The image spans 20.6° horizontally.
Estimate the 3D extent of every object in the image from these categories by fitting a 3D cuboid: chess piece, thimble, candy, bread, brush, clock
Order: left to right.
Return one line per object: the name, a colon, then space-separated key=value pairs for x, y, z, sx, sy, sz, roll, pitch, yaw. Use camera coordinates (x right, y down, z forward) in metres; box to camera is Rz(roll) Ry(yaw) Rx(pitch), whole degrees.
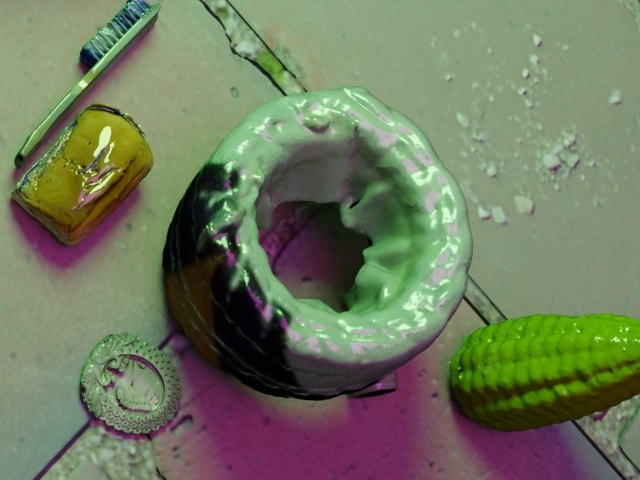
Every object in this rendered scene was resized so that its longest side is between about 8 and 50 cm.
brush: x=-0.186 y=-0.128 z=1.371 sx=0.030 sy=0.033 sz=0.178 roll=42 pitch=65 yaw=-7
bread: x=-0.178 y=-0.052 z=1.350 sx=0.072 sy=0.053 sz=0.106 roll=44 pitch=70 yaw=-10
clock: x=-0.145 y=0.111 z=1.360 sx=0.083 sy=0.010 sz=0.074 roll=32 pitch=67 yaw=-19
thimble: x=0.000 y=0.000 z=1.360 sx=0.237 sy=0.150 sz=0.237 roll=6 pitch=70 yaw=-16
chess piece: x=0.036 y=0.080 z=1.444 sx=0.042 sy=0.042 sz=0.093 roll=-5 pitch=78 yaw=-28
candy: x=0.200 y=0.102 z=1.431 sx=0.096 sy=0.209 sz=0.097 roll=11 pitch=73 yaw=-38
